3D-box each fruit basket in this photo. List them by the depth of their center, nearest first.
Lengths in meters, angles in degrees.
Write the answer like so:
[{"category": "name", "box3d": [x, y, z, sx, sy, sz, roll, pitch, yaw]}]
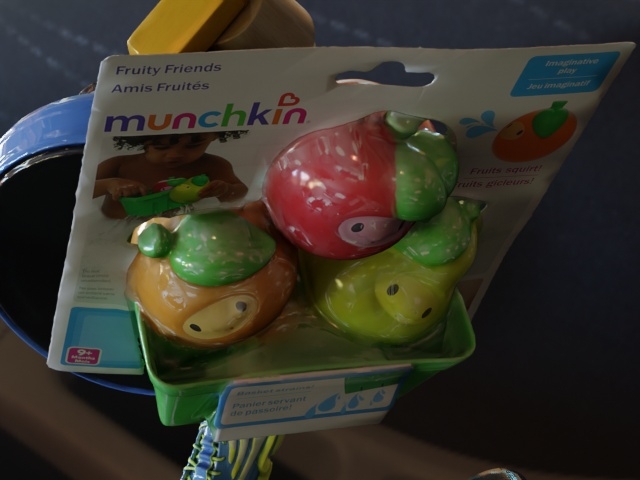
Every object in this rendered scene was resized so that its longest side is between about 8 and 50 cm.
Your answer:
[{"category": "fruit basket", "box3d": [0.000, 0.000, 0.923, 0.327, 0.353, 0.165, -4, 63, -20]}]

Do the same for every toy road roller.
[{"category": "toy road roller", "box3d": [-0.115, -0.148, 1.704, 0.329, 0.202, 0.240, -51, 55, 5]}]

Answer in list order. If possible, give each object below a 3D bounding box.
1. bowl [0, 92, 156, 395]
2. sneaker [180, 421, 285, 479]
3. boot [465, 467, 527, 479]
[{"category": "bowl", "box3d": [-0.205, 0.020, 1.569, 0.391, 0.391, 0.077, -4, 37, 18]}, {"category": "sneaker", "box3d": [-0.105, 0.248, 1.501, 0.091, 0.240, 0.126, 21, 39, 15]}, {"category": "boot", "box3d": [0.115, 0.311, 1.141, 0.246, 0.094, 0.207, -49, 17, -2]}]
